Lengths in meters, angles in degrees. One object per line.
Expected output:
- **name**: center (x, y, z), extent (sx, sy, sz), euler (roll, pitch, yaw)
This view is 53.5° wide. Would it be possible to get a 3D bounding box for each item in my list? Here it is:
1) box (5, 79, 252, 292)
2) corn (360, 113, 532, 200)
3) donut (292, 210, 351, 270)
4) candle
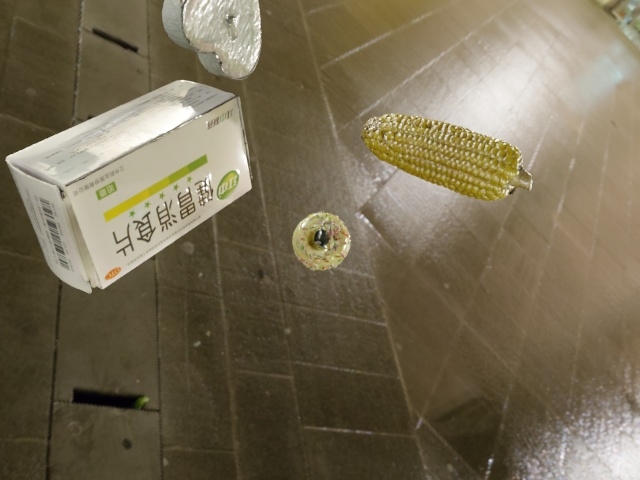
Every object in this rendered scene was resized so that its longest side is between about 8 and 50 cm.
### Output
- **box**: center (-0.267, -0.093, 0.940), extent (0.145, 0.173, 0.333), euler (21, 43, 32)
- **corn**: center (0.226, -0.154, 1.150), extent (0.322, 0.119, 0.119), euler (22, 29, 24)
- **donut**: center (0.000, 0.000, 1.804), extent (0.175, 0.174, 0.068), euler (59, 2, 16)
- **candle**: center (-0.166, -0.371, 1.059), extent (0.068, 0.168, 0.192), euler (21, -8, 34)
